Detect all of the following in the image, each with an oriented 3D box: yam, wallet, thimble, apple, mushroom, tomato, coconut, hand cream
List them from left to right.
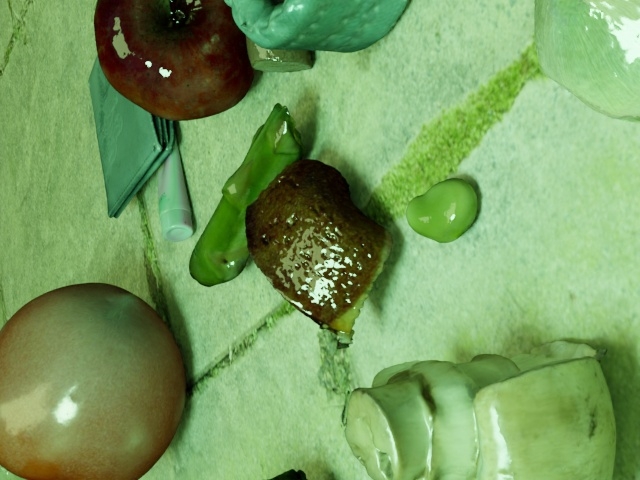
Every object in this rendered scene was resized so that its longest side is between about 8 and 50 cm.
[{"bbox_3d":[-0.355,0.217,1.633,0.321,0.322,0.321,11,103,59],"label":"tomato"},{"bbox_3d":[-0.315,-0.213,1.751,0.251,0.054,0.290,-43,56,54],"label":"wallet"},{"bbox_3d":[-0.228,-0.081,1.641,0.076,0.047,0.174,-50,42,47],"label":"hand cream"},{"bbox_3d":[-0.185,-0.265,1.383,0.234,0.234,0.234,11,103,59],"label":"apple"},{"bbox_3d":[-0.052,-0.267,1.274,0.084,0.084,0.127,1,94,60],"label":"yam"},{"bbox_3d":[0.000,-0.306,1.122,0.235,0.143,0.198,-48,53,49],"label":"thimble"},{"bbox_3d":[0.130,0.189,0.906,0.254,0.195,0.189,-24,76,61],"label":"mushroom"},{"bbox_3d":[0.226,-0.161,0.701,0.194,0.194,0.194,11,103,59],"label":"coconut"}]

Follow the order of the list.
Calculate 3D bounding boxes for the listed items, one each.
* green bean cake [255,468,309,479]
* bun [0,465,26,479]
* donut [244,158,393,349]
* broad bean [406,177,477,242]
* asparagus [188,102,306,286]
[{"bbox_3d":[-0.037,0.471,1.228,0.319,0.218,0.335,50,141,35],"label":"green bean cake"},{"bbox_3d":[-0.498,0.315,1.966,0.326,0.235,0.362,53,130,51],"label":"bun"},{"bbox_3d":[-0.002,0.003,1.178,0.126,0.144,0.186,-55,18,20],"label":"donut"},{"bbox_3d":[0.120,-0.027,1.048,0.083,0.045,0.063,-21,63,51],"label":"broad bean"},{"bbox_3d":[-0.085,-0.059,1.355,0.082,0.085,0.343,63,141,28],"label":"asparagus"}]
